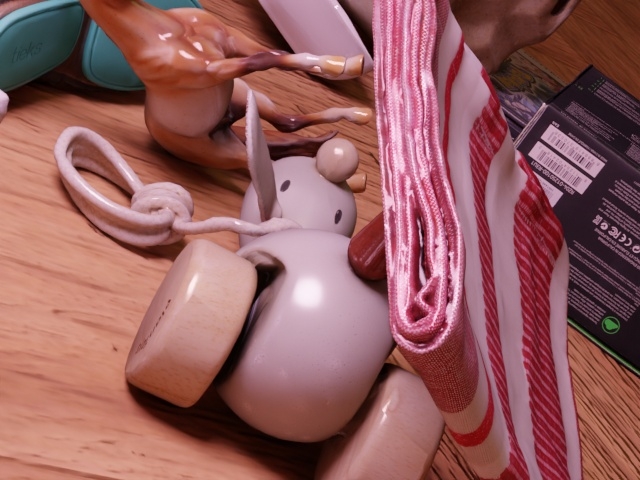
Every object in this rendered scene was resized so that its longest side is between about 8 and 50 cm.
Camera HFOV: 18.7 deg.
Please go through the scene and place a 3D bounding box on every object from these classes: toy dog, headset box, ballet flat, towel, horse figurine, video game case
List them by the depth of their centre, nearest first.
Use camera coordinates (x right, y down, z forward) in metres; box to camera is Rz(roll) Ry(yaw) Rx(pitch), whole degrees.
[{"bbox_3d":[0.091,0.027,0.983,0.329,0.037,0.237,58,25,-53],"label":"towel"},{"bbox_3d":[0.000,0.000,1.060,0.220,0.161,0.333,25,22,-31],"label":"toy dog"},{"bbox_3d":[-0.056,-0.095,1.224,0.175,0.066,0.263,10,-18,10],"label":"horse figurine"},{"bbox_3d":[-0.172,-0.147,1.231,0.096,0.095,0.280,29,16,19],"label":"ballet flat"},{"bbox_3d":[0.265,-0.012,1.595,0.246,0.131,0.283,37,19,4],"label":"headset box"},{"bbox_3d":[0.222,-0.126,1.944,0.248,0.035,0.275,38,19,6],"label":"video game case"}]

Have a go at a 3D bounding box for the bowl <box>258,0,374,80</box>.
[{"bbox_3d":[-0.018,-0.201,1.629,0.142,0.053,0.142,53,6,-33],"label":"bowl"}]

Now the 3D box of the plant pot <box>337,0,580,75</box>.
[{"bbox_3d":[0.088,-0.321,1.771,0.334,0.334,0.305,10,38,-53],"label":"plant pot"}]

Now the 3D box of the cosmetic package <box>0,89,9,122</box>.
[{"bbox_3d":[-0.285,-0.061,0.747,0.224,0.138,0.225,40,18,11],"label":"cosmetic package"}]
